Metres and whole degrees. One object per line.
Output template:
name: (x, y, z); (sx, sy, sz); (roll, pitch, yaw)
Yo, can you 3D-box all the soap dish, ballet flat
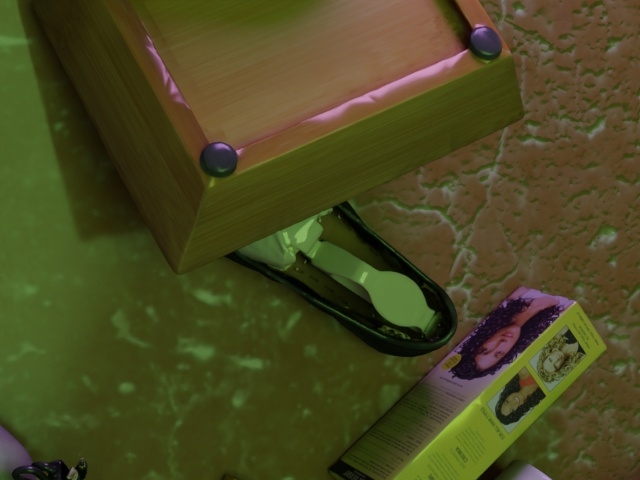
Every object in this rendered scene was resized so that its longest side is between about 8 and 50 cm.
soap dish: (-0.023, -0.138, 1.016); (0.290, 0.118, 0.229); (-25, 76, -19)
ballet flat: (0.000, 0.000, 1.093); (0.280, 0.096, 0.095); (32, 83, -23)

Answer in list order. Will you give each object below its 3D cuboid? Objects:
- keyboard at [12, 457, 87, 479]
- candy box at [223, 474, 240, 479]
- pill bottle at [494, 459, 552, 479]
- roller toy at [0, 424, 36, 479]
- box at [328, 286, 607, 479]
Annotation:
keyboard: (-0.211, 0.230, 0.940); (0.201, 0.317, 0.033); (-42, 68, -11)
candy box: (-0.071, 0.297, 1.127); (0.105, 0.027, 0.206); (28, 84, -26)
pill bottle: (0.123, 0.283, 1.163); (0.208, 0.117, 0.117); (-47, 111, -13)
roller toy: (-0.295, 0.168, 0.917); (0.146, 0.209, 0.191); (37, 70, 21)
box: (0.120, 0.137, 1.167); (0.232, 0.087, 0.058); (-43, 112, -16)
